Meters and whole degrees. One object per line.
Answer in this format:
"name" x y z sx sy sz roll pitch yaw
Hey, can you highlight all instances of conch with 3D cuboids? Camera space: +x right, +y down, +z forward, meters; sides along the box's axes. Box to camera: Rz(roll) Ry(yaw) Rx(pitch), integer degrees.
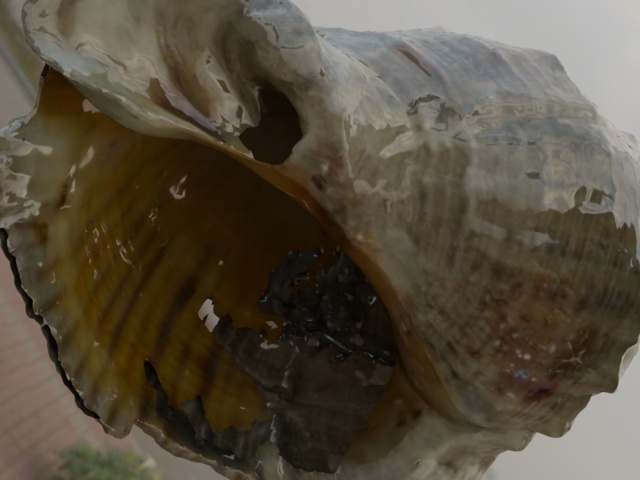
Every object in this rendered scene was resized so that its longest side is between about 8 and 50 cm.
"conch" 0.000 0.000 0.463 0.245 0.178 0.163 30 -11 -25
